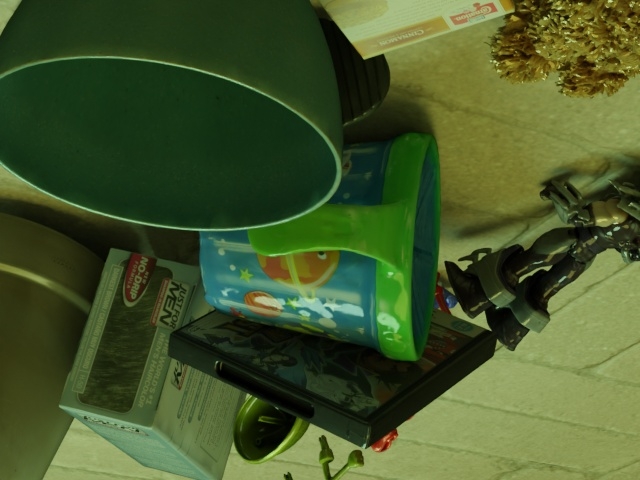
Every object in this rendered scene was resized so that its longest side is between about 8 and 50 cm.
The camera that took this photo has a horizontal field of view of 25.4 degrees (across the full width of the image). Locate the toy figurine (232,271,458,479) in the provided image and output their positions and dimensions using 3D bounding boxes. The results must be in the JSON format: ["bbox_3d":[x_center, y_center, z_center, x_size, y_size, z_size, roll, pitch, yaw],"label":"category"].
[{"bbox_3d":[0.083,0.170,1.772,0.362,0.191,0.217,-52,153,21],"label":"toy figurine"}]

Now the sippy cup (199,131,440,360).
[{"bbox_3d":[0.000,0.000,1.459,0.224,0.240,0.305,4,140,12],"label":"sippy cup"}]

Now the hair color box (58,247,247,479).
[{"bbox_3d":[-0.177,0.160,1.675,0.113,0.185,0.374,13,163,11],"label":"hair color box"}]

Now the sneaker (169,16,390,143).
[{"bbox_3d":[-0.089,-0.123,1.339,0.330,0.122,0.146,-10,169,12],"label":"sneaker"}]

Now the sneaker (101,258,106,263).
[{"bbox_3d":[-0.247,0.067,1.717,0.089,0.051,0.170,-21,142,37],"label":"sneaker"}]

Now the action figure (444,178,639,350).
[{"bbox_3d":[0.287,0.004,1.604,0.285,0.099,0.185,-34,134,23],"label":"action figure"}]

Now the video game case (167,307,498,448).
[{"bbox_3d":[0.019,0.111,1.518,0.248,0.035,0.275,22,-153,27],"label":"video game case"}]

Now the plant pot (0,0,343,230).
[{"bbox_3d":[-0.118,-0.155,1.149,0.290,0.195,0.290,5,156,2],"label":"plant pot"}]

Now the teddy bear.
[{"bbox_3d":[0.293,-0.206,1.198,0.338,0.113,0.245,-23,148,32],"label":"teddy bear"}]

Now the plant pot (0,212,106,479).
[{"bbox_3d":[-0.397,0.164,1.598,0.323,0.280,0.323,4,146,3],"label":"plant pot"}]

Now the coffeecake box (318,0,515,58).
[{"bbox_3d":[0.060,-0.240,1.158,0.142,0.068,0.185,-15,149,20],"label":"coffeecake box"}]
